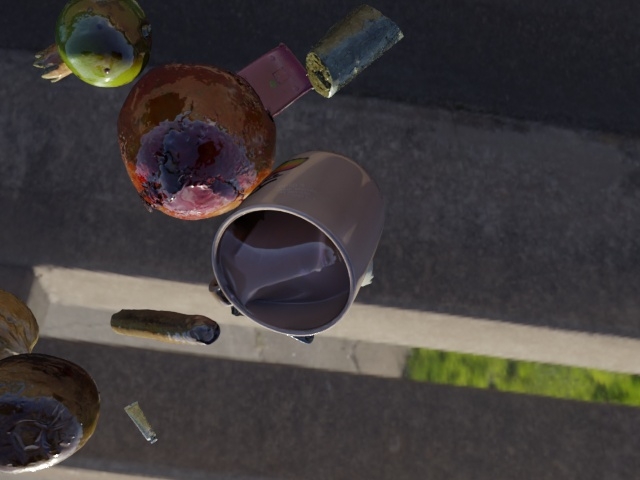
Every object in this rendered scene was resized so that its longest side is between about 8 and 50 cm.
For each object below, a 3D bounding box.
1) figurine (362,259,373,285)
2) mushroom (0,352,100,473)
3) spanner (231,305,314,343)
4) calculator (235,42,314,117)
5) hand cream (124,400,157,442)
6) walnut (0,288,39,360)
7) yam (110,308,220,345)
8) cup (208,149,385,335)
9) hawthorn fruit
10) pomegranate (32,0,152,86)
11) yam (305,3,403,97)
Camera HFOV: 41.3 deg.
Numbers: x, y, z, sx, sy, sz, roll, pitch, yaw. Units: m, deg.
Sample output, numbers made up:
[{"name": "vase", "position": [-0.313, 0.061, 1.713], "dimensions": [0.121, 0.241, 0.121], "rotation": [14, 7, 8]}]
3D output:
[{"name": "figurine", "position": [0.000, 0.000, 1.855], "dimensions": [0.204, 0.284, 0.338], "rotation": [-38, 170, -6]}, {"name": "mushroom", "position": [-0.490, 0.296, 1.428], "dimensions": [0.231, 0.138, 0.194], "rotation": [-27, 126, -8]}, {"name": "spanner", "position": [-0.080, 0.115, 1.304], "dimensions": [0.012, 0.046, 0.208], "rotation": [2, 159, 47]}, {"name": "calculator", "position": [-0.098, -0.350, 1.857], "dimensions": [0.127, 0.190, 0.034], "rotation": [52, 139, -7]}, {"name": "hand cream", "position": [-0.401, 0.410, 1.910], "dimensions": [0.035, 0.102, 0.022], "rotation": [-28, 159, -33]}, {"name": "walnut", "position": [-0.648, 0.181, 1.694], "dimensions": [0.184, 0.155, 0.155], "rotation": [32, 147, 20]}, {"name": "yam", "position": [-0.224, 0.121, 1.202], "dimensions": [0.046, 0.046, 0.263], "rotation": [32, 159, -33]}, {"name": "cup", "position": [-0.040, 0.004, 1.147], "dimensions": [0.252, 0.200, 0.191], "rotation": [-30, 106, 33]}, {"name": "hawthorn fruit", "position": [-0.229, -0.186, 1.541], "dimensions": [0.315, 0.316, 0.316], "rotation": [1, 142, 1]}, {"name": "pomegranate", "position": [-0.360, -0.314, 1.349], "dimensions": [0.204, 0.159, 0.159], "rotation": [-19, 138, 17]}, {"name": "yam", "position": [0.055, -0.349, 1.538], "dimensions": [0.183, 0.107, 0.107], "rotation": [-43, 136, -8]}]
